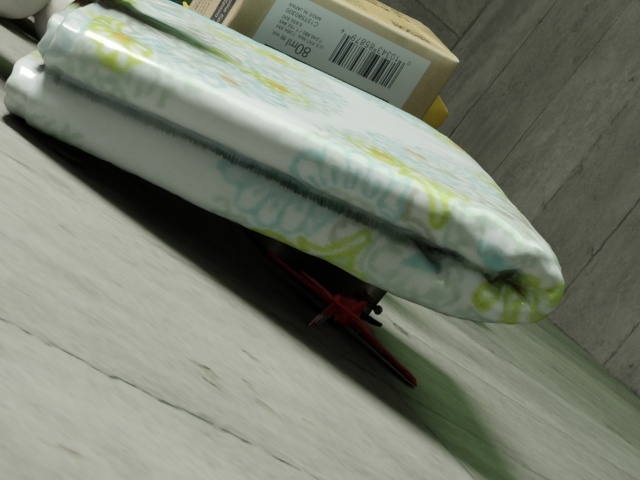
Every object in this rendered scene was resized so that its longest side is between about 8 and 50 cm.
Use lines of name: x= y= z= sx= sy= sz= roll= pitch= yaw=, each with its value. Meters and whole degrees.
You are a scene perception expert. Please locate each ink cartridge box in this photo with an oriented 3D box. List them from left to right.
ink cartridge box: x=-0.022 y=-0.145 z=1.264 sx=0.235 sy=0.193 sz=0.088 roll=20 pitch=22 yaw=-34

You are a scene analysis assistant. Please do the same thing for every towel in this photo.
towel: x=-0.028 y=-0.068 z=0.985 sx=0.375 sy=0.090 sz=0.320 roll=24 pitch=14 yaw=-9

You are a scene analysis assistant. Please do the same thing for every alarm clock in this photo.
alarm clock: x=0.000 y=0.000 z=1.153 sx=0.129 sy=0.064 sz=0.192 roll=37 pitch=3 yaw=-13

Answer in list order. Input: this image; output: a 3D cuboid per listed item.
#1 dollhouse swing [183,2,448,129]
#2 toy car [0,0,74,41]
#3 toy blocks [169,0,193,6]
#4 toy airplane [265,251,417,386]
dollhouse swing: x=-0.038 y=-0.159 z=1.783 sx=0.347 sy=0.315 sz=0.305 roll=42 pitch=-25 yaw=32
toy car: x=-0.258 y=-0.268 z=1.270 sx=0.159 sy=0.136 sz=0.182 roll=43 pitch=7 yaw=39
toy blocks: x=-0.195 y=-0.342 z=1.497 sx=0.261 sy=0.382 sz=0.190 roll=63 pitch=13 yaw=-72
toy airplane: x=0.014 y=0.048 z=0.993 sx=0.151 sy=0.028 sz=0.151 roll=39 pitch=6 yaw=-5
